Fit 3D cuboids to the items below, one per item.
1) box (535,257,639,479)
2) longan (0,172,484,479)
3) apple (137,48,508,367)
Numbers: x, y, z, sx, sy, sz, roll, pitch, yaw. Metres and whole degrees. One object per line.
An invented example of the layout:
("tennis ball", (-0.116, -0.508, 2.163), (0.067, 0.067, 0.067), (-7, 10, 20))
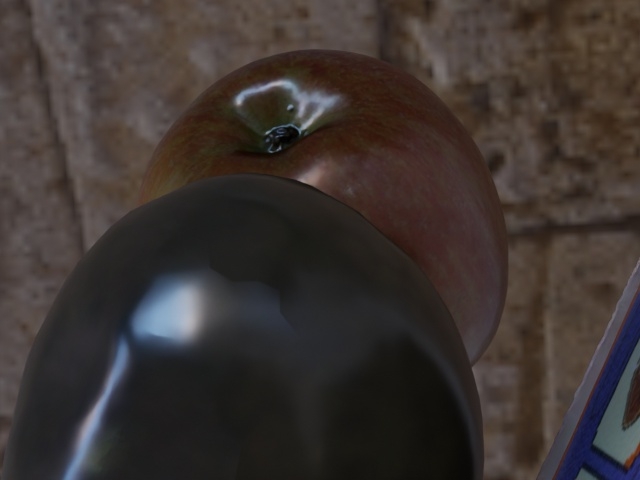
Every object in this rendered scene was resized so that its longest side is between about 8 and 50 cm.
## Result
("box", (0.238, 0.183, 0.657), (0.257, 0.348, 0.318), (-165, 98, -84))
("longan", (-0.027, 0.083, 0.754), (0.198, 0.198, 0.212), (78, -159, -66))
("apple", (0.000, 0.000, 1.001), (0.188, 0.188, 0.174), (-89, -17, -45))
